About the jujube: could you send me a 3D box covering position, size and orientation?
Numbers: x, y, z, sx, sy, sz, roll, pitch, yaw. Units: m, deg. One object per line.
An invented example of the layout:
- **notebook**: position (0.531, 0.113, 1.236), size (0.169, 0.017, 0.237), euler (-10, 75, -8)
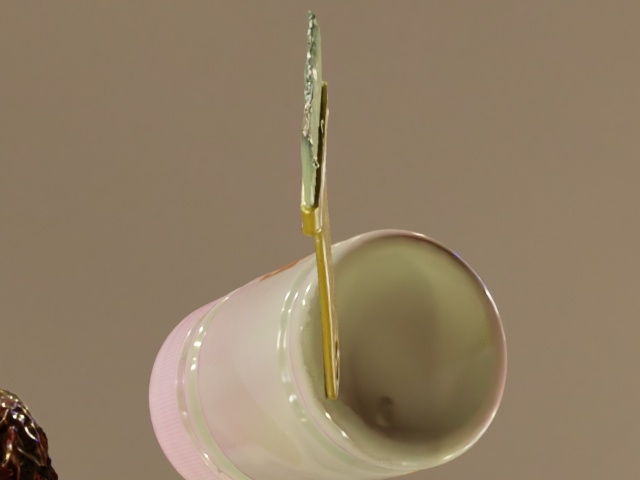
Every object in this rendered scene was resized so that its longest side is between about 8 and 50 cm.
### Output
- **jujube**: position (-0.220, 0.174, 1.245), size (0.104, 0.104, 0.166), euler (-2, -118, -38)

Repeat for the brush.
- **brush**: position (0.000, 0.000, 0.885), size (0.010, 0.218, 0.082), euler (0, -132, 4)

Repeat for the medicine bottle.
- **medicine bottle**: position (-0.001, 0.118, 1.646), size (0.202, 0.316, 0.202), euler (7, -105, -28)
